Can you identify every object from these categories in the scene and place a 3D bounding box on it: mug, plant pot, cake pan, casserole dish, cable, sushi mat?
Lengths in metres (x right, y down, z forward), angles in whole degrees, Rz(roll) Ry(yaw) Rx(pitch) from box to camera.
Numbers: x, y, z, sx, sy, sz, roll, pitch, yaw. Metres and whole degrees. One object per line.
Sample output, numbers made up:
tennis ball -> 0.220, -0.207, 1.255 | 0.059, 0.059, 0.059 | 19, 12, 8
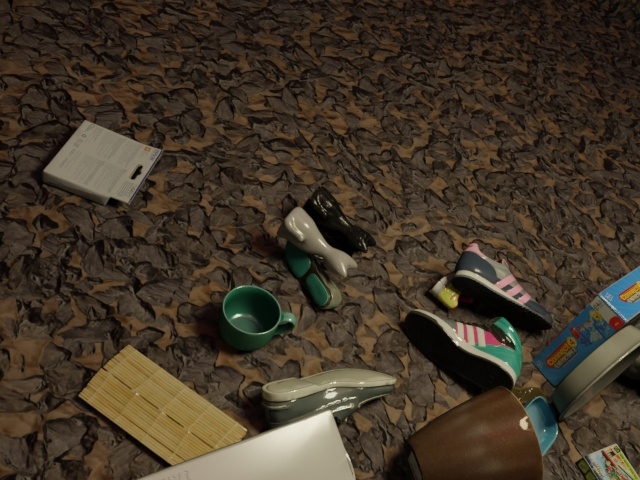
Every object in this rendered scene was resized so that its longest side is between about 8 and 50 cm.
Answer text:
mug -> -0.150, 0.186, 1.433 | 0.158, 0.097, 0.129 | 34, 47, 9
plant pot -> 0.297, 0.436, 1.333 | 0.231, 0.215, 0.215 | -13, 55, -11
cake pan -> 0.647, 0.302, 1.502 | 0.293, 0.293, 0.054 | -20, 55, -33
casserole dish -> 0.471, 0.435, 1.467 | 0.188, 0.037, 0.114 | -31, 96, -38
cable -> 0.000, 0.000, 1.697 | 0.185, 0.047, 0.150 | 27, 51, 0
sushi mat -> -0.311, 0.344, 1.287 | 0.317, 0.019, 0.151 | 33, 48, 10

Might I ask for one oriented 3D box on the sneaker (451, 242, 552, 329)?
sneaker -> 0.484, 0.120, 1.667 | 0.319, 0.112, 0.131 | 32, 60, -21

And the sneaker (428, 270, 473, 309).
sneaker -> 0.382, 0.119, 1.717 | 0.209, 0.081, 0.094 | -28, 72, -31

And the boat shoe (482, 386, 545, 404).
boat shoe -> 0.455, 0.371, 1.545 | 0.153, 0.048, 0.056 | 3, 62, -10

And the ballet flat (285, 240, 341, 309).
ballet flat -> -0.018, 0.084, 1.607 | 0.068, 0.072, 0.213 | 9, 42, -52

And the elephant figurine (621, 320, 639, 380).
elephant figurine -> 0.877, 0.334, 1.667 | 0.239, 0.186, 0.169 | 41, 79, -23

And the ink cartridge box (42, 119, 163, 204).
ink cartridge box -> -0.547, -0.190, 1.648 | 0.224, 0.045, 0.223 | 21, 47, -3

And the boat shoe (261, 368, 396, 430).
boat shoe -> 0.022, 0.341, 1.387 | 0.320, 0.116, 0.099 | -1, 94, -30

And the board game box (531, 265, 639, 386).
board game box -> 0.717, 0.197, 1.613 | 0.308, 0.302, 0.086 | -21, 60, -35

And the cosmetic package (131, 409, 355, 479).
cosmetic package -> -0.133, 0.460, 1.127 | 0.385, 0.156, 0.217 | -9, 73, -30

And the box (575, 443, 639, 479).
box -> 0.680, 0.572, 1.452 | 0.114, 0.036, 0.207 | -9, 54, -27

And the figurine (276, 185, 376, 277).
figurine -> 0.024, -0.013, 1.609 | 0.209, 0.092, 0.215 | 39, 37, 4

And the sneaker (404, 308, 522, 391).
sneaker -> 0.366, 0.233, 1.575 | 0.296, 0.123, 0.178 | 33, 37, 22
